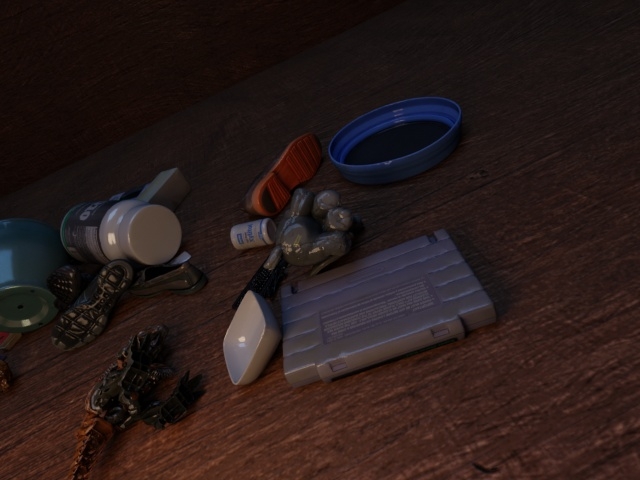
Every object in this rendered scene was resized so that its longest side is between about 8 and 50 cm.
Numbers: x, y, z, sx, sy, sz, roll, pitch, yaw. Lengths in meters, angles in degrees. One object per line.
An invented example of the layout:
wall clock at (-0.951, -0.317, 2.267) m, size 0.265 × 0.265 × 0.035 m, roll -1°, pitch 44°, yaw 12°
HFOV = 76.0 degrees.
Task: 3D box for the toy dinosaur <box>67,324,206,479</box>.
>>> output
toy dinosaur at (-0.350, 0.289, 0.757) m, size 0.218 × 0.164 × 0.322 m, roll -25°, pitch 50°, yaw 26°

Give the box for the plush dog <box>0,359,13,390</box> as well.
plush dog at (-0.865, 0.352, 0.948) m, size 0.262 × 0.211 × 0.225 m, roll -12°, pitch 10°, yaw 16°

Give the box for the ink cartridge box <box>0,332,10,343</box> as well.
ink cartridge box at (-1.041, 0.298, 1.224) m, size 0.224 × 0.056 × 0.181 m, roll -7°, pitch 38°, yaw 27°

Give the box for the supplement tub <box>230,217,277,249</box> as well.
supplement tub at (-0.174, -0.017, 1.082) m, size 0.107 × 0.071 × 0.071 m, roll -11°, pitch 36°, yaw 20°

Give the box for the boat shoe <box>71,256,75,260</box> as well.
boat shoe at (-0.843, 0.014, 1.386) m, size 0.068 × 0.081 × 0.227 m, roll -36°, pitch -2°, yaw -44°

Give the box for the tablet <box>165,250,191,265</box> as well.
tablet at (-0.417, 0.064, 1.185) m, size 0.083 × 0.006 × 0.054 m, roll -40°, pitch 36°, yaw -21°

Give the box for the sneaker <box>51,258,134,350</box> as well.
sneaker at (-0.579, 0.166, 1.066) m, size 0.267 × 0.101 × 0.106 m, roll -53°, pitch 20°, yaw -12°

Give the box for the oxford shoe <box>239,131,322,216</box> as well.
oxford shoe at (-0.123, -0.216, 1.273) m, size 0.132 × 0.130 × 0.364 m, roll 1°, pitch 41°, yaw 42°

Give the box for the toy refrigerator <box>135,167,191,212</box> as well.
toy refrigerator at (-0.587, -0.146, 1.489) m, size 0.094 × 0.102 × 0.270 m, roll -10°, pitch 38°, yaw 22°

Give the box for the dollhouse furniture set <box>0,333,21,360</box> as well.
dollhouse furniture set at (-0.913, 0.282, 1.137) m, size 0.090 × 0.081 × 0.114 m, roll -10°, pitch 37°, yaw 21°

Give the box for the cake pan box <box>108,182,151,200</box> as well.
cake pan box at (-0.742, -0.117, 1.581) m, size 0.245 × 0.070 × 0.267 m, roll -13°, pitch 35°, yaw 14°

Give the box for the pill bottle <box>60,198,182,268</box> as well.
pill bottle at (-0.601, -0.021, 1.239) m, size 0.360 × 0.204 × 0.204 m, roll 2°, pitch 42°, yaw 34°

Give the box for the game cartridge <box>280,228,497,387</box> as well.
game cartridge at (0.100, 0.118, 0.741) m, size 0.354 × 0.068 × 0.230 m, roll -20°, pitch 38°, yaw 7°

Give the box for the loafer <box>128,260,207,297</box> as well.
loafer at (-0.420, 0.091, 1.079) m, size 0.267 × 0.084 × 0.096 m, roll -6°, pitch 39°, yaw 26°

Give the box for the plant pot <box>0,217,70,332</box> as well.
plant pot at (-0.875, 0.116, 1.195) m, size 0.271 × 0.272 × 0.255 m, roll -31°, pitch 48°, yaw -9°

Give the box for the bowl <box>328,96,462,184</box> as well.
bowl at (0.217, -0.295, 1.204) m, size 0.390 × 0.077 × 0.391 m, roll -17°, pitch 35°, yaw 12°

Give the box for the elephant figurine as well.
elephant figurine at (0.000, 0.000, 0.872) m, size 0.185 × 0.239 × 0.170 m, roll 2°, pitch 76°, yaw 5°

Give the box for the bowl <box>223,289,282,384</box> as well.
bowl at (-0.124, 0.180, 0.760) m, size 0.142 × 0.053 × 0.142 m, roll -62°, pitch 32°, yaw 12°

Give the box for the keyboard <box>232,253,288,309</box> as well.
keyboard at (-0.128, 0.082, 0.951) m, size 0.100 × 0.038 × 0.192 m, roll 0°, pitch 42°, yaw 32°

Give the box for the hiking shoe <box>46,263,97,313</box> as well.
hiking shoe at (-0.660, 0.117, 1.109) m, size 0.227 × 0.086 × 0.114 m, roll -54°, pitch 4°, yaw 45°
